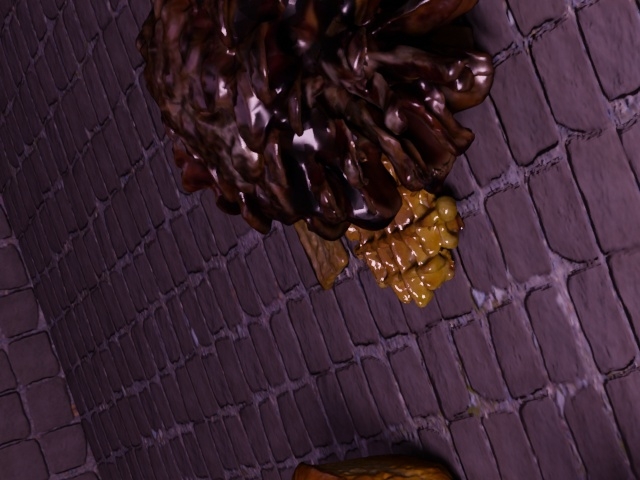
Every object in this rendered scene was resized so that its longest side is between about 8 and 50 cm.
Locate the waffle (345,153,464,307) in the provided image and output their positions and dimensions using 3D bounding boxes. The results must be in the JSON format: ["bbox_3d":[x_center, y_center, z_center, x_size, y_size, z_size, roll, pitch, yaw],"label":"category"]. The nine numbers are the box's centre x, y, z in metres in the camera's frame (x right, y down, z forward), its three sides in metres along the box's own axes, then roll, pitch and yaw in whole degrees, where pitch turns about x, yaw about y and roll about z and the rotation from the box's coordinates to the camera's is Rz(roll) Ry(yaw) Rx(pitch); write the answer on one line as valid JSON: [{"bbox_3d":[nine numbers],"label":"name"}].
[{"bbox_3d":[0.051,-0.061,1.640,0.231,0.051,0.229,53,153,40],"label":"waffle"}]

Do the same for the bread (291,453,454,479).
[{"bbox_3d":[0.072,0.315,1.795,0.268,0.145,0.268,160,90,-75],"label":"bread"}]

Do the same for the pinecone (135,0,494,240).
[{"bbox_3d":[-0.003,-0.145,1.418,0.296,0.242,0.298,27,136,42],"label":"pinecone"}]

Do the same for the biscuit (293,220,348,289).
[{"bbox_3d":[0.000,0.000,1.883,0.083,0.018,0.081,65,160,16],"label":"biscuit"}]
